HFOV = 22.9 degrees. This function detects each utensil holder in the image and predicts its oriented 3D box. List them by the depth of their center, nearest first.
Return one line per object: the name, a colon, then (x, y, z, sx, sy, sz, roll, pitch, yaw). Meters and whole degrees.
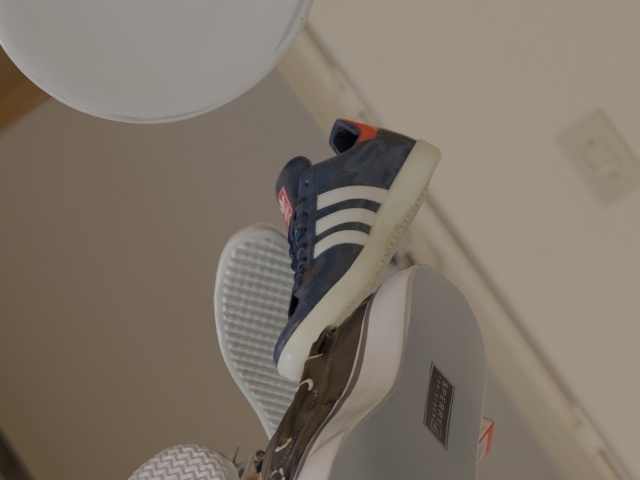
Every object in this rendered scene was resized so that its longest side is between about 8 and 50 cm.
utensil holder: (-0.195, -0.315, 1.508, 0.327, 0.327, 0.385, -35, -151, 2)

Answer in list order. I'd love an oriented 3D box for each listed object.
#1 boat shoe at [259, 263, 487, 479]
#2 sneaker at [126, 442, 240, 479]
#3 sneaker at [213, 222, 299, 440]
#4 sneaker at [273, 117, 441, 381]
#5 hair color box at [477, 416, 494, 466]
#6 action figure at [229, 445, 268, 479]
boat shoe: (0.010, 0.088, 0.609, 0.076, 0.080, 0.228, -31, -159, 25)
sneaker: (-0.126, 0.359, 1.432, 0.210, 0.137, 0.366, 13, 90, -69)
sneaker: (-0.049, 0.125, 1.880, 0.135, 0.366, 0.150, -16, -152, -4)
sneaker: (0.000, 0.000, 1.685, 0.350, 0.148, 0.131, -58, 172, -43)
hair color box: (0.102, 0.198, 1.653, 0.072, 0.141, 0.043, -41, 143, -52)
action figure: (-0.032, 0.309, 1.574, 0.099, 0.285, 0.185, 16, -94, 62)
